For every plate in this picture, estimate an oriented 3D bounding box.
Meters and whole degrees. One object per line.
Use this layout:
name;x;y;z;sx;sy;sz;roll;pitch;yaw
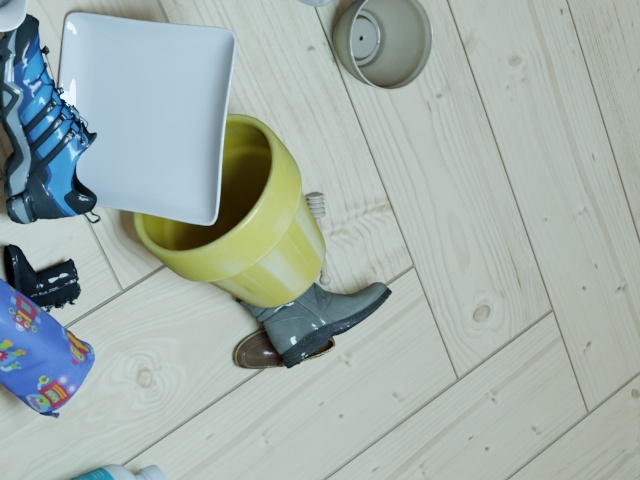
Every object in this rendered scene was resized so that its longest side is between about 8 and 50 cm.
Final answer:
plate;-0.252;-0.177;1.860;0.045;0.277;0.278;-11;109;-69

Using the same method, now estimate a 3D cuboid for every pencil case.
pencil case;-0.460;0.124;1.817;0.133;0.119;0.306;-29;127;25

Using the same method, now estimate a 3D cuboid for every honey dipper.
honey dipper;0.000;0.000;2.159;0.030;0.030;0.161;-17;109;-29

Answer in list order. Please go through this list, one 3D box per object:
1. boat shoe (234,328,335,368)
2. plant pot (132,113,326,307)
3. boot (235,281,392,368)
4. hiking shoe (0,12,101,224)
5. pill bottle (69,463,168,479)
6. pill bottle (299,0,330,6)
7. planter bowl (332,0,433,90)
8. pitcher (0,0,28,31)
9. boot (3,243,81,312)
boat shoe;-0.056;0.177;2.138;0.178;0.060;0.064;-10;104;-30
plant pot;-0.118;-0.023;1.968;0.254;0.254;0.239;-54;137;-12
boot;-0.007;0.086;2.120;0.246;0.083;0.161;-31;84;-32
hiking shoe;-0.381;-0.172;1.815;0.132;0.113;0.304;-2;114;-6
pill bottle;-0.353;0.429;1.947;0.264;0.146;0.146;-20;109;-28
pill bottle;0.038;-0.508;2.013;0.272;0.152;0.152;-50;120;-14
planter bowl;0.087;-0.327;2.104;0.162;0.109;0.162;-6;102;-31
pitcher;-0.446;-0.363;1.700;0.125;0.207;0.178;16;90;-33
boot;-0.408;0.050;1.900;0.099;0.045;0.121;-17;115;-26
